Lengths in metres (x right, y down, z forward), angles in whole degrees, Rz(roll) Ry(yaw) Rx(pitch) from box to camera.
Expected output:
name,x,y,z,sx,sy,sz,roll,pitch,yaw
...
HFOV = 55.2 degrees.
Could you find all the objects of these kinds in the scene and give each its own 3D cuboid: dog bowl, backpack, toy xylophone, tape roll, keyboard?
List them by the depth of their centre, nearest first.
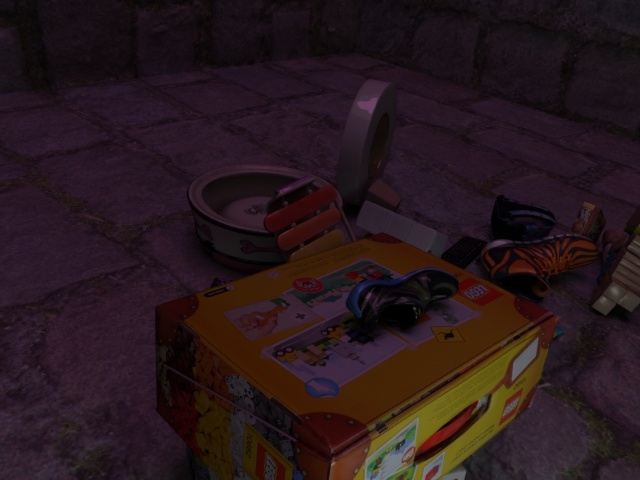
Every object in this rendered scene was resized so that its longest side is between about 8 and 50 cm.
name,x,y,z,sx,sy,sz,roll,pitch,yaw
toy xylophone,0.000,0.000,1.423,0.236,0.323,0.081,-38,18,-29
dog bowl,-0.147,-0.057,1.630,0.407,0.151,0.408,6,30,-3
keyboard,0.418,0.033,1.727,0.108,0.023,0.180,25,34,28
backpack,0.600,-0.049,1.816,0.173,0.117,0.158,9,29,5
tape roll,0.148,-0.297,1.877,0.071,0.392,0.392,16,30,16

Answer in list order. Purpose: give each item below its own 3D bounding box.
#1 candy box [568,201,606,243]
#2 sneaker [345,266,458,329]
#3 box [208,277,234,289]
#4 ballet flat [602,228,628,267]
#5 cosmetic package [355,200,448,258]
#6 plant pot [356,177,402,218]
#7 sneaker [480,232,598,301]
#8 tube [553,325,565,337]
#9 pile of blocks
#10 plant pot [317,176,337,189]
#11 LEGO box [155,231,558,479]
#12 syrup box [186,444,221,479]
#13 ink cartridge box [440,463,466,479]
name,x,y,z,sx,sy,sz,roll,pitch,yaw
candy box,0.765,-0.034,1.754,0.053,0.109,0.186,26,2,30
sneaker,0.124,0.089,0.872,0.188,0.067,0.078,-9,49,-33
box,-0.180,0.136,1.399,0.162,0.029,0.116,10,28,3
ballet flat,0.851,0.069,1.685,0.106,0.108,0.316,-14,32,-9
cosmetic package,0.223,-0.026,1.684,0.231,0.086,0.117,24,4,29
plant pot,0.184,-0.107,1.848,0.096,0.109,0.109,27,33,9
sneaker,0.595,0.080,1.606,0.320,0.125,0.180,-6,34,-2
tube,0.484,0.216,1.396,0.080,0.052,0.207,39,35,29
pile of blocks,0.824,0.057,1.592,0.112,0.149,0.362,34,76,6
plant pot,-0.045,-0.146,1.931,0.236,0.032,0.236,5,29,-3
LEGO box,0.059,0.185,0.939,0.500,0.193,0.372,-17,33,-40
syrup box,-0.141,0.368,0.926,0.096,0.093,0.237,-5,32,-21
ink cartridge box,0.111,0.368,0.946,0.176,0.128,0.127,-4,28,-19
